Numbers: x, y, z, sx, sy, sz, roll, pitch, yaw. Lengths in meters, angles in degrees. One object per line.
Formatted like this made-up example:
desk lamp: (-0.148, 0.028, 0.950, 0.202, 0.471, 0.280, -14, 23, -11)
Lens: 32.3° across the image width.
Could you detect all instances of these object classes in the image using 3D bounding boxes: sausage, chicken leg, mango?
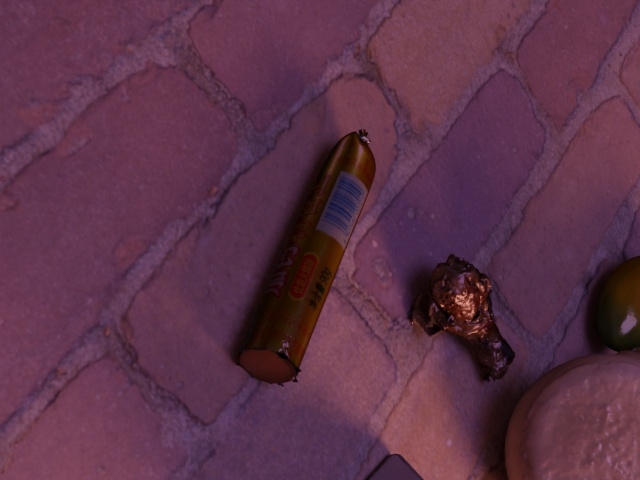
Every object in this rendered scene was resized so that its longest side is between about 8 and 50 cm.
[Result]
sausage: (0.000, 0.000, 1.346, 0.082, 0.082, 0.371, 41, 53, -28)
chicken leg: (0.204, 0.102, 1.517, 0.196, 0.080, 0.125, 40, 65, -38)
mango: (0.522, 0.097, 1.798, 0.237, 0.091, 0.137, -14, 82, -44)

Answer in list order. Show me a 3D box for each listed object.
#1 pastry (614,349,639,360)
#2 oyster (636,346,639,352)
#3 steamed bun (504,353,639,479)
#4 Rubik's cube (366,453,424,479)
pastry: (0.469, 0.248, 1.680, 0.166, 0.088, 0.165, -20, 121, -37)
oyster: (0.586, 0.256, 1.825, 0.214, 0.083, 0.222, 2, 71, -45)
steamed bun: (0.393, 0.301, 1.530, 0.283, 0.177, 0.282, 0, 79, 2)
Rubik's cube: (0.091, 0.408, 1.274, 0.228, 0.233, 0.228, -53, 165, 0)
